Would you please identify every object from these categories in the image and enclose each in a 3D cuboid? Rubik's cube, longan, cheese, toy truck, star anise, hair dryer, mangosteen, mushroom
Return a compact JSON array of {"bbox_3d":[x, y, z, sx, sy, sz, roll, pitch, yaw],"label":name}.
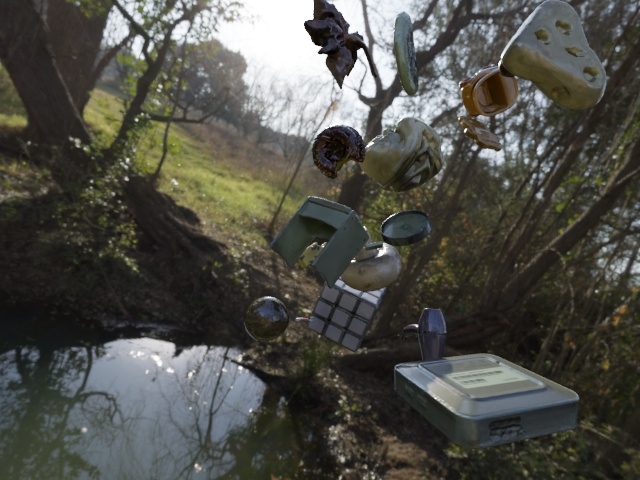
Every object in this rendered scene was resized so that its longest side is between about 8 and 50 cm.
[{"bbox_3d":[0.146,0.355,2.304,0.304,0.305,0.301,24,18,12],"label":"Rubik's cube"},{"bbox_3d":[-0.207,0.305,1.656,0.168,0.187,0.167,13,48,-15],"label":"longan"},{"bbox_3d":[0.804,-0.632,1.433,0.351,0.328,0.129,29,-20,-2],"label":"cheese"},{"bbox_3d":[0.815,-0.721,2.098,0.204,0.288,0.211,64,-8,-21],"label":"toy truck"},{"bbox_3d":[0.072,-0.663,1.445,0.109,0.292,0.349,-4,-51,47],"label":"star anise"},{"bbox_3d":[0.435,0.452,1.913,0.121,0.301,0.361,5,-9,-13],"label":"hair dryer"},{"bbox_3d":[0.682,-0.626,1.555,0.081,0.080,0.081,21,4,-2],"label":"mangosteen"},{"bbox_3d":[0.222,0.078,1.972,0.298,0.290,0.297,-13,19,5],"label":"mushroom"}]

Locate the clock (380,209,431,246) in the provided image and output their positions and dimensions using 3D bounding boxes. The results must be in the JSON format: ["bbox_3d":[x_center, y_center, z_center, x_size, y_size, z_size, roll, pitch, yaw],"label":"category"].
[{"bbox_3d":[0.360,-0.056,1.832,0.215,0.215,0.042,27,-34,53],"label":"clock"}]

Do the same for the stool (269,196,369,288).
[{"bbox_3d":[0.000,0.000,1.635,0.244,0.269,0.170,23,-22,42],"label":"stool"}]

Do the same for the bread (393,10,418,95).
[{"bbox_3d":[0.203,-0.441,1.018,0.036,0.192,0.112,-3,17,26],"label":"bread"}]

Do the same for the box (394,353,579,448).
[{"bbox_3d":[0.465,0.443,1.271,0.396,0.111,0.396,-1,5,-19],"label":"box"}]

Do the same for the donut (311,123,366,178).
[{"bbox_3d":[0.065,-0.375,1.780,0.230,0.216,0.096,-17,-3,26],"label":"donut"}]

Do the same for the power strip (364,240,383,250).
[{"bbox_3d":[0.215,0.023,1.740,0.083,0.027,0.017,-12,49,-7],"label":"power strip"}]

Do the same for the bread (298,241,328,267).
[{"bbox_3d":[-0.037,0.066,2.406,0.088,0.226,0.049,57,-38,-2],"label":"bread"}]

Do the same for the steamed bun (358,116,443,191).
[{"bbox_3d":[0.366,-0.339,1.852,0.352,0.339,0.247,29,31,-45],"label":"steamed bun"}]

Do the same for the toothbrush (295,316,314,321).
[{"bbox_3d":[-0.070,0.372,2.037,0.020,0.025,0.286,8,-9,15],"label":"toothbrush"}]

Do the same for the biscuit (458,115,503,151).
[{"bbox_3d":[0.714,-0.484,1.930,0.184,0.035,0.248,8,42,-21],"label":"biscuit"}]
